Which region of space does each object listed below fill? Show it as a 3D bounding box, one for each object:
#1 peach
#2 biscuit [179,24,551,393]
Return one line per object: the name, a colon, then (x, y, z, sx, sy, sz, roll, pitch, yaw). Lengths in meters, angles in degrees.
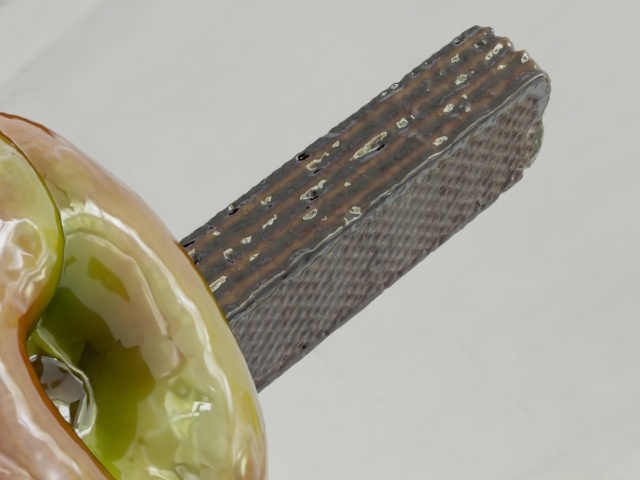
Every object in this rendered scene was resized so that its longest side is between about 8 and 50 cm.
peach: (-0.182, 0.107, 0.672, 0.308, 0.307, 0.332, 12, -34, -38)
biscuit: (0.000, 0.000, 1.102, 0.388, 0.073, 0.107, -37, -30, -23)
